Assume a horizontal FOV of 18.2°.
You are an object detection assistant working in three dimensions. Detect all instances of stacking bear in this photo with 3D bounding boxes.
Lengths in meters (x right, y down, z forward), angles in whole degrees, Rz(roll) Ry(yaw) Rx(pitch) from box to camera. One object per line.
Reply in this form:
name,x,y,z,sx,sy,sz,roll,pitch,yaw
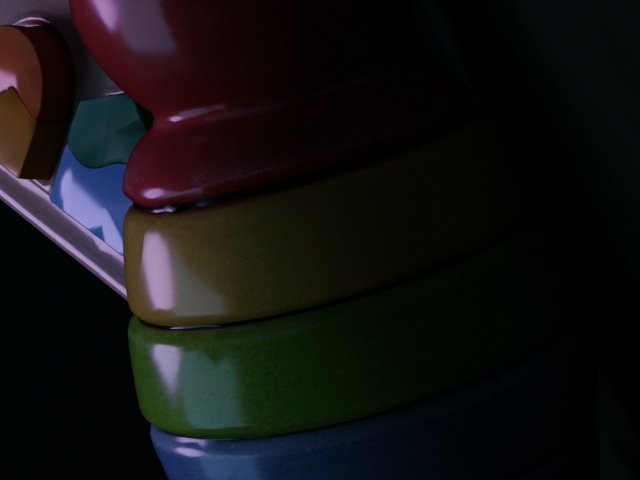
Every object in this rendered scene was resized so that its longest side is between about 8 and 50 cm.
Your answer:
stacking bear,0.000,0.000,0.665,0.164,0.175,0.289,1,110,57

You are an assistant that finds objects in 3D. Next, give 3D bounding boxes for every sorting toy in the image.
sorting toy,-0.085,-0.086,0.805,0.208,0.038,0.193,37,115,43
